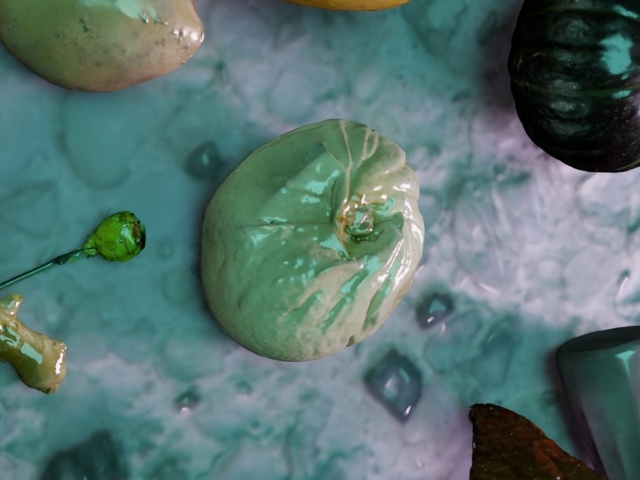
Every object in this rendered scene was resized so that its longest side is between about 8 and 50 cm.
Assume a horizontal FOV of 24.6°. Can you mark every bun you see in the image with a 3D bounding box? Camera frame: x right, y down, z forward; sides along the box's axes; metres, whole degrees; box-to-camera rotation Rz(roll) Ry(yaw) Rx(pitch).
[{"bbox_3d":[0.000,0.000,1.078,0.188,0.111,0.164,-34,96,-20],"label":"bun"}]

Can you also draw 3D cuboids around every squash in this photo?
[{"bbox_3d":[0.228,-0.150,1.166,0.193,0.156,0.193,-34,141,-34],"label":"squash"}]

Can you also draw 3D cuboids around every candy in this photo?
[{"bbox_3d":[-0.181,0.013,1.042,0.123,0.035,0.035,-22,91,-16],"label":"candy"}]

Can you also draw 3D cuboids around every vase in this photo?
[{"bbox_3d":[0.256,0.182,1.195,0.086,0.086,0.214,-17,96,-25],"label":"vase"}]

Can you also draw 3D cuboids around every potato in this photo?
[{"bbox_3d":[-0.156,-0.163,1.030,0.147,0.112,0.112,9,81,-16],"label":"potato"}]

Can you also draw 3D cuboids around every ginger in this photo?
[{"bbox_3d":[-0.250,0.129,0.987,0.176,0.052,0.193,51,60,-12],"label":"ginger"}]

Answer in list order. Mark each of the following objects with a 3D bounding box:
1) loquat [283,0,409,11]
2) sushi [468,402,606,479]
[{"bbox_3d":[0.002,-0.291,1.018,0.274,0.275,0.275,3,84,-24],"label":"loquat"},{"bbox_3d":[0.140,0.283,1.083,0.167,0.179,0.297,-19,108,-68],"label":"sushi"}]
